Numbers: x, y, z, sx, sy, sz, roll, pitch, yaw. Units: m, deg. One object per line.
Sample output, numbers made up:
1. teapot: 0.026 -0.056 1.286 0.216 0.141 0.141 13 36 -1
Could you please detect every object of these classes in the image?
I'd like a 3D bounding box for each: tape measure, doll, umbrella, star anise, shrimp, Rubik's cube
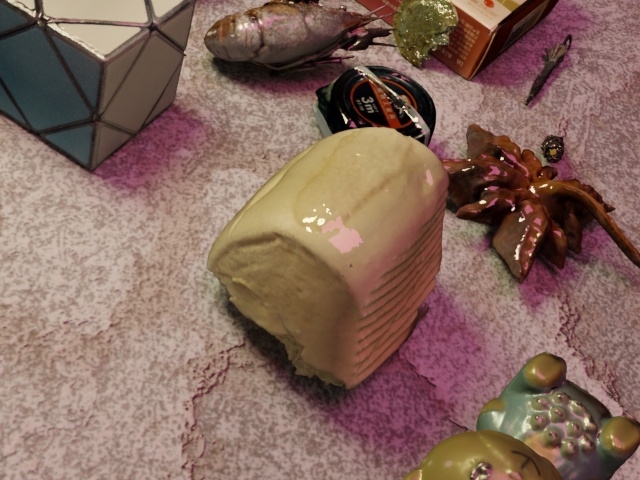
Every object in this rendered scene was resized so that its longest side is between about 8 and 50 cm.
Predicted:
1. tape measure: 0.087 -0.181 1.364 0.180 0.107 0.182 -6 55 -21
2. doll: 0.221 0.269 1.004 0.177 0.162 0.260 42 50 17
3. umbrella: 0.387 -0.154 1.471 0.144 0.040 0.037 -41 115 -69
4. umbrella: 0.427 -0.331 1.661 0.044 0.044 0.269 10 40 29
5. star anise: 0.327 -0.061 1.355 0.292 0.109 0.350 -23 63 -28
6. shrimp: -0.023 -0.335 1.438 0.342 0.145 0.117 -9 81 -21
7. Rubik's cube: -0.320 -0.263 1.212 0.205 0.205 0.207 32 47 7

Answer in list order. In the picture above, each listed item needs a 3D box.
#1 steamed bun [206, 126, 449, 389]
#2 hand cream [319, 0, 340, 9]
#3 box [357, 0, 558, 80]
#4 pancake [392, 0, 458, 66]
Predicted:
1. steamed bun: 0.000 0.000 1.114 0.272 0.274 0.290 20 42 17
2. hand cream: 0.002 -0.424 1.596 0.093 0.019 0.030 23 49 8
3. box: 0.239 -0.522 1.692 0.385 0.122 0.344 38 50 13
4. pancake: 0.180 -0.377 1.545 0.022 0.129 0.116 -17 77 -54
